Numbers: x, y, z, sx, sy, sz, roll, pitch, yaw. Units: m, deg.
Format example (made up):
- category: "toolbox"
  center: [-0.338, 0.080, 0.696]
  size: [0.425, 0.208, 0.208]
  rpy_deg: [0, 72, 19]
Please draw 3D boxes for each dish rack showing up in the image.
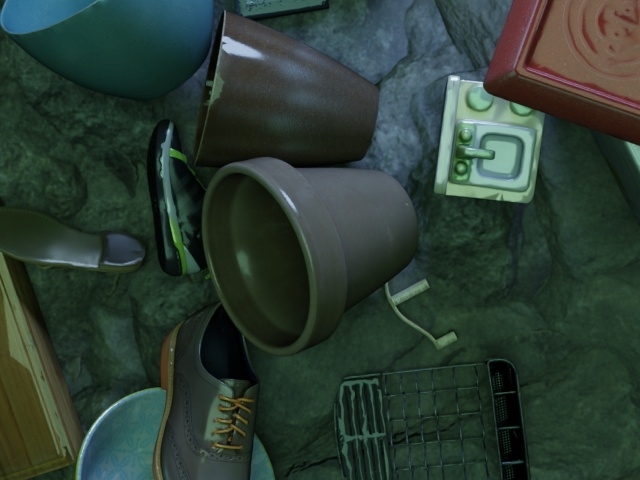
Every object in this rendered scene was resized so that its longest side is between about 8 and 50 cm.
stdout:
- category: "dish rack"
  center: [0.155, 0.277, 1.561]
  size: [0.272, 0.074, 0.208]
  rpy_deg: [-7, 92, 6]

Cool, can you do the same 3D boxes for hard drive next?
- category: "hard drive"
  center: [-0.060, -0.371, 1.568]
  size: [0.135, 0.022, 0.094]
  rpy_deg: [-8, 92, 6]

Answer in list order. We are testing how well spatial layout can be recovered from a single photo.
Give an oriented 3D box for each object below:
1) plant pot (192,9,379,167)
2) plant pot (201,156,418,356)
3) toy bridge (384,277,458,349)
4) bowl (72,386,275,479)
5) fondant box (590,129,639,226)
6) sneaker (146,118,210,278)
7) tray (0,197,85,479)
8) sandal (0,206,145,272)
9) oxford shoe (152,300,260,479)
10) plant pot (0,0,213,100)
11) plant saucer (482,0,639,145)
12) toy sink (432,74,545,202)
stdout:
- category: "plant pot"
  center: [-0.043, -0.187, 1.502]
  size: [0.230, 0.215, 0.215]
  rpy_deg: [10, 94, -10]
- category: "plant pot"
  center: [0.000, 0.000, 1.471]
  size: [0.229, 0.263, 0.263]
  rpy_deg: [-18, 92, -35]
- category: "toy bridge"
  center: [0.128, 0.074, 1.575]
  size: [0.063, 0.026, 0.188]
  rpy_deg: [-29, 90, 7]
- category: "bowl"
  center: [-0.223, 0.370, 1.544]
  size: [0.289, 0.289, 0.156]
  rpy_deg: [42, 138, 2]
- category: "fondant box"
  center: [0.418, -0.151, 1.428]
  size: [0.096, 0.238, 0.330]
  rpy_deg: [-26, 91, 7]
- category: "sneaker"
  center: [-0.194, -0.060, 1.585]
  size: [0.097, 0.084, 0.234]
  rpy_deg: [-7, 94, -18]
- category: "tray"
  center: [-0.512, 0.160, 1.617]
  size: [0.203, 0.076, 0.411]
  rpy_deg: [-19, 92, 6]
- category: "sandal"
  center: [-0.381, 0.020, 1.598]
  size: [0.240, 0.079, 0.088]
  rpy_deg: [10, 54, -12]
- category: "oxford shoe"
  center: [-0.146, 0.252, 1.472]
  size: [0.130, 0.133, 0.363]
  rpy_deg: [9, 56, -32]
- category: "plant pot"
  center: [-0.259, -0.307, 1.488]
  size: [0.290, 0.290, 0.195]
  rpy_deg: [-32, 126, 6]
- category: "plant saucer"
  center: [0.356, -0.258, 1.285]
  size: [0.259, 0.048, 0.258]
  rpy_deg: [20, 95, 5]
- category: "toy sink"
  center: [0.223, -0.130, 1.450]
  size: [0.131, 0.234, 0.152]
  rpy_deg: [7, 93, 5]
